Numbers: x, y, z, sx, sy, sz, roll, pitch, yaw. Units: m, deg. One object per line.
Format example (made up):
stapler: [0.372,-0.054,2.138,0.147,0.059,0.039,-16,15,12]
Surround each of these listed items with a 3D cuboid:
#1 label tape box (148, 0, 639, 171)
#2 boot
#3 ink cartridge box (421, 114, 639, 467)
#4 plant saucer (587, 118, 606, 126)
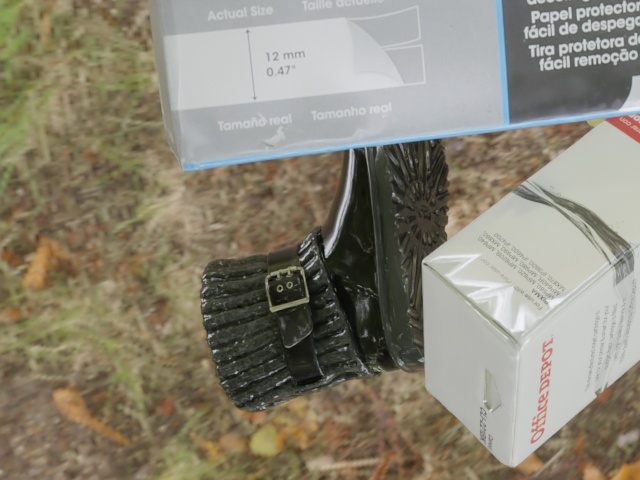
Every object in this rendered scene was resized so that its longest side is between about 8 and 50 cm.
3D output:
label tape box: [0.029,-0.223,0.747,0.249,0.115,0.348,-7,104,-7]
boot: [-0.002,0.000,1.643,0.260,0.131,0.348,-13,68,31]
ink cartridge box: [0.216,0.031,1.268,0.114,0.273,0.197,40,155,29]
plant saucer: [0.486,-0.287,1.815,0.332,0.081,0.333,-4,71,24]
